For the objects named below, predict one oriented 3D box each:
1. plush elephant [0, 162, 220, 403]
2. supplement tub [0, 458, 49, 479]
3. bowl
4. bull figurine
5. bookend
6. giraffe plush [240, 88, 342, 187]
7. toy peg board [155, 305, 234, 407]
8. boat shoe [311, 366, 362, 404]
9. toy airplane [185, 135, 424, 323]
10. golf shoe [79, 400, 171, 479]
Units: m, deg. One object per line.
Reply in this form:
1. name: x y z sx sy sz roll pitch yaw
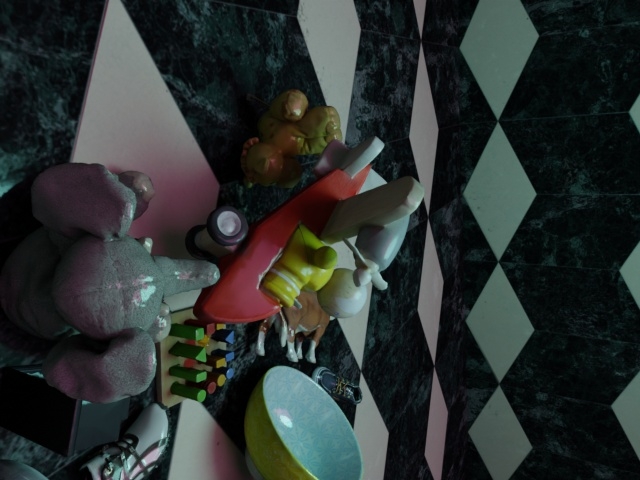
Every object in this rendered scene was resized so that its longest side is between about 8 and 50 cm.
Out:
1. plush elephant: -0.257 0.045 0.609 0.330 0.255 0.271 -10 101 -58
2. supplement tub: -0.396 0.400 0.462 0.338 0.207 0.207 -42 128 -50
3. bowl: -0.064 0.425 1.032 0.156 0.289 0.289 -44 149 13
4. bull figurine: -0.037 0.180 1.138 0.310 0.101 0.188 28 71 -57
5. bookend: -0.301 0.210 0.649 0.156 0.157 0.072 15 80 -58
6. giraffe plush: -0.078 -0.179 0.966 0.181 0.210 0.170 79 30 -70
7. toy peg board: -0.204 0.203 0.885 0.161 0.079 0.161 -9 101 -58
8. boat shoe: 0.048 0.386 1.315 0.183 0.083 0.065 48 53 -50
9. toy airplane: 0.000 0.000 0.848 0.272 0.384 0.386 57 13 -6
10. golf shoe: -0.299 0.330 0.743 0.094 0.077 0.198 57 45 -44
